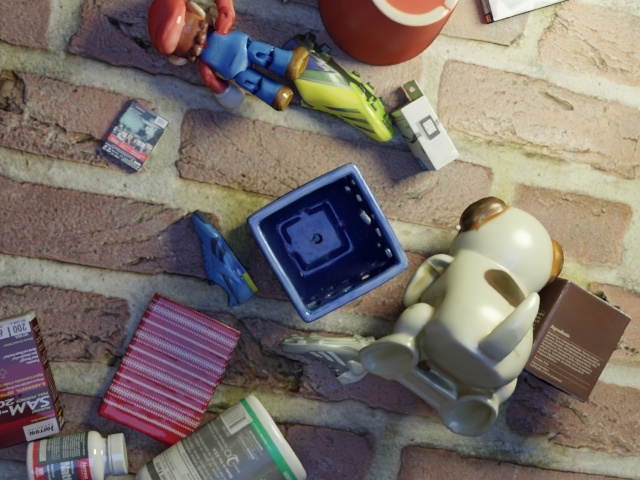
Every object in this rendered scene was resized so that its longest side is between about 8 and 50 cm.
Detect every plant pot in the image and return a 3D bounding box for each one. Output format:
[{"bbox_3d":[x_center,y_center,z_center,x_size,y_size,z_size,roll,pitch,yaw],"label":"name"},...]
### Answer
[{"bbox_3d":[0.000,0.000,1.690,0.236,0.212,0.236,-29,97,-8],"label":"plant pot"},{"bbox_3d":[0.150,-0.491,1.673,0.275,0.243,0.275,0,92,-10],"label":"plant pot"}]

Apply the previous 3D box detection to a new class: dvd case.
[{"bbox_3d":[-0.367,-0.209,1.717,0.087,0.013,0.119,32,89,-10],"label":"dvd case"}]

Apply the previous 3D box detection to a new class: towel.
[{"bbox_3d":[-0.305,0.269,1.746,0.199,0.031,0.275,26,88,-10],"label":"towel"}]

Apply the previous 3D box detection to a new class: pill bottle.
[{"bbox_3d":[-0.473,0.430,1.687,0.180,0.108,0.108,-8,94,-9],"label":"pill bottle"},{"bbox_3d":[-0.226,0.479,1.673,0.361,0.204,0.204,-33,98,-10],"label":"pill bottle"}]

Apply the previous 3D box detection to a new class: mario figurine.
[{"bbox_3d":[-0.183,-0.385,1.682,0.320,0.170,0.198,28,78,-1],"label":"mario figurine"}]

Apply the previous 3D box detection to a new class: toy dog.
[{"bbox_3d":[0.305,0.102,1.683,0.284,0.395,0.408,30,54,3],"label":"toy dog"}]

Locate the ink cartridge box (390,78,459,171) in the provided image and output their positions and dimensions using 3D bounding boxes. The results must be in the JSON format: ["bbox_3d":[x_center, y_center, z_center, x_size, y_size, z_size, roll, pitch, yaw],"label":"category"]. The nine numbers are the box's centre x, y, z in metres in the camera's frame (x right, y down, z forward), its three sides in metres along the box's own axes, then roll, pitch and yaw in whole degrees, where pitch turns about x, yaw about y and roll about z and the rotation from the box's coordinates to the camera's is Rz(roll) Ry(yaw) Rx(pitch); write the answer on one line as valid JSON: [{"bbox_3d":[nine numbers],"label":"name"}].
[{"bbox_3d":[0.202,-0.232,1.766,0.060,0.104,0.180,-32,97,-5],"label":"ink cartridge box"}]

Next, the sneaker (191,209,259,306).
[{"bbox_3d":[-0.210,0.039,1.730,0.082,0.069,0.209,-33,98,-3],"label":"sneaker"}]

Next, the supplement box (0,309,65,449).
[{"bbox_3d":[-0.592,0.270,1.676,0.130,0.073,0.239,-15,96,-9],"label":"supplement box"}]

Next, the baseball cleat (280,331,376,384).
[{"bbox_3d":[0.019,0.245,1.779,0.206,0.072,0.109,1,100,-6],"label":"baseball cleat"}]

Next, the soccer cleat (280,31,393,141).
[{"bbox_3d":[0.028,-0.294,1.756,0.289,0.093,0.121,41,116,-14],"label":"soccer cleat"}]

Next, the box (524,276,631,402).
[{"bbox_3d":[0.500,0.199,1.807,0.167,0.168,0.203,30,88,-10],"label":"box"}]

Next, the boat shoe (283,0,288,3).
[{"bbox_3d":[-0.045,-0.532,1.737,0.038,0.046,0.125,38,84,-10],"label":"boat shoe"}]

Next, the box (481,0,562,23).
[{"bbox_3d":[0.442,-0.566,1.817,0.233,0.044,0.159,-18,96,-8],"label":"box"}]
